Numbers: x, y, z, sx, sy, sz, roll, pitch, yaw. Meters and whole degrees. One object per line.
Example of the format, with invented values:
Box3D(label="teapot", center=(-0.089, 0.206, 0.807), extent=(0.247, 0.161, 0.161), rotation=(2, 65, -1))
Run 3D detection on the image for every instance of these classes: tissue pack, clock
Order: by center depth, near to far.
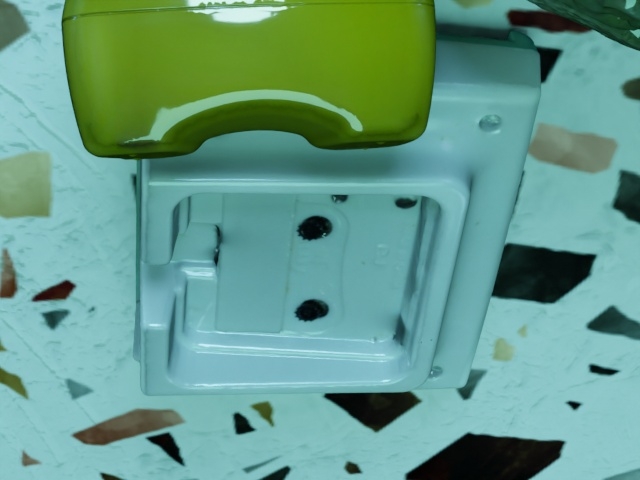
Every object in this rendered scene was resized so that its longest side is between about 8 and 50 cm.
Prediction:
Box3D(label="tissue pack", center=(-0.035, -0.104, 0.677), extent=(0.178, 0.123, 0.127), rotation=(-4, 94, -6))
Box3D(label="clock", center=(0.000, 0.000, 0.841), extent=(0.231, 0.116, 0.262), rotation=(4, 135, -5))

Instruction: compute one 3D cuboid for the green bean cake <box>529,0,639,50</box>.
Box3D(label="green bean cake", center=(0.162, -0.140, 0.618), extent=(0.227, 0.222, 0.125), rotation=(19, 101, -32))
